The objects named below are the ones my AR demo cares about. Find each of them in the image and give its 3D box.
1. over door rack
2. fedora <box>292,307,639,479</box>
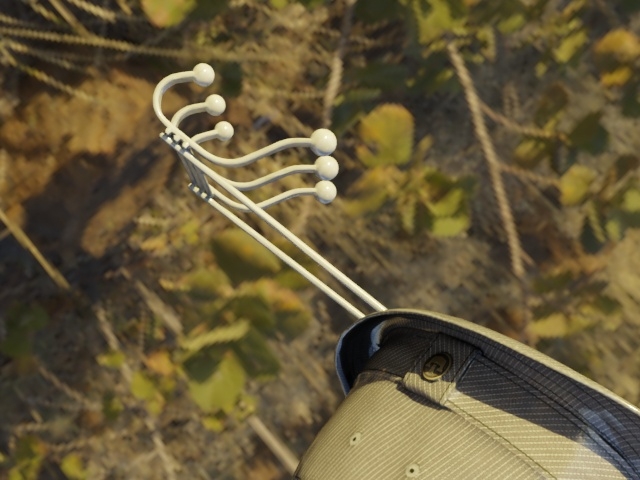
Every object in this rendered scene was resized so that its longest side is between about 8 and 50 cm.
[{"bbox_3d":[0.000,0.000,1.167,0.108,0.324,0.239,-40,173,-4],"label":"over door rack"},{"bbox_3d":[0.086,0.161,0.773,0.124,0.275,0.244,-45,136,-23],"label":"fedora"}]
